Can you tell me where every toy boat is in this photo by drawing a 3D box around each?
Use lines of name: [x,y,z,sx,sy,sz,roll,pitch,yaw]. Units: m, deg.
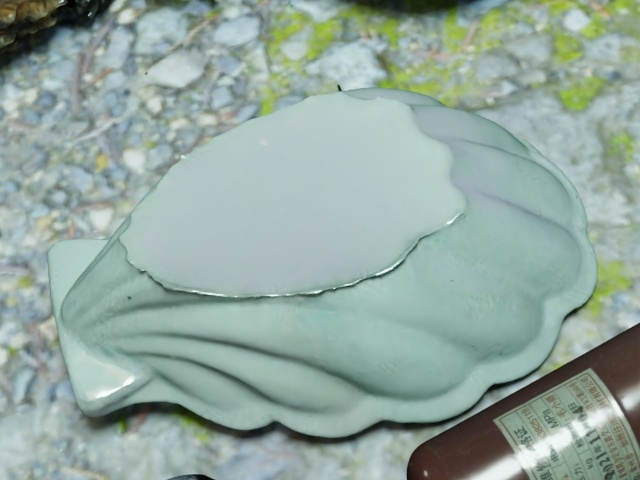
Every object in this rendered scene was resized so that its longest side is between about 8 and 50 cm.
toy boat: [0.000,0.000,0.709,0.290,0.100,0.199,-17,58,-3]

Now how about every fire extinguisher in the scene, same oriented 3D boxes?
fire extinguisher: [0.111,0.116,0.642,0.231,0.071,0.099,-29,87,-8]

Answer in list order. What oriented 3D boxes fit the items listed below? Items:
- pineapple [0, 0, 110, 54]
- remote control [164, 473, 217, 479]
pineapple: [-0.154,-0.179,0.844,0.237,0.111,0.119,-22,88,-10]
remote control: [-0.149,0.179,0.643,0.266,0.066,0.090,-18,54,-2]
